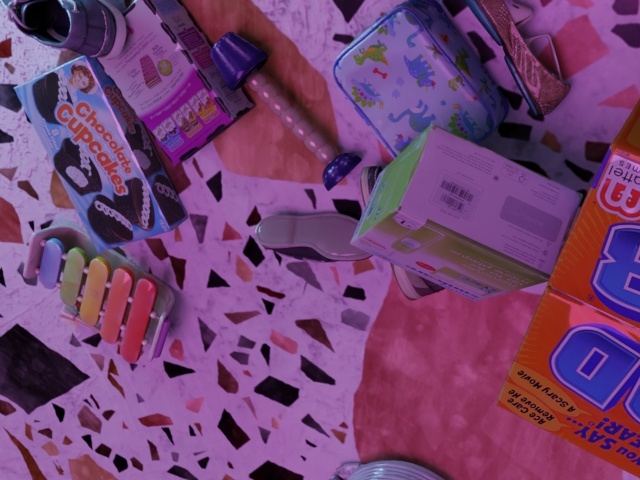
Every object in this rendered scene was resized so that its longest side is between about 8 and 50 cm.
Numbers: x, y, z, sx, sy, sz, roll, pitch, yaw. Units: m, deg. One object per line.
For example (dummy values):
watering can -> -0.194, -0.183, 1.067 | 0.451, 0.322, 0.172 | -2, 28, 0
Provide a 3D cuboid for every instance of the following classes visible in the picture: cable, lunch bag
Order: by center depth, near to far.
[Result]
lunch bag -> 0.133, -0.207, 1.347 | 0.176, 0.090, 0.219 | -36, 95, 37
cable -> 0.146, 0.501, 1.719 | 0.257, 0.089, 0.257 | -22, 103, 36

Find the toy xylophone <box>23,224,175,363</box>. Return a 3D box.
toy xylophone -> -0.404, 0.112, 1.825 | 0.322, 0.081, 0.236 | 25, 125, 16

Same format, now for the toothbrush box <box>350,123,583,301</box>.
toothbrush box -> 0.177, -0.025, 1.279 | 0.206, 0.122, 0.283 | 25, 170, -6

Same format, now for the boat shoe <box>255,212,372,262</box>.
boat shoe -> 0.000, 0.000, 1.566 | 0.206, 0.075, 0.065 | 6, 161, 21

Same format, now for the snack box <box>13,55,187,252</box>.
snack box -> -0.375, -0.149, 1.683 | 0.187, 0.060, 0.322 | -15, 107, 34

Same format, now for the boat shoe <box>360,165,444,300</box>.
boat shoe -> 0.128, -0.016, 1.466 | 0.073, 0.080, 0.224 | -15, 109, 25

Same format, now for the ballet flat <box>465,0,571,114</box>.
ballet flat -> 0.257, -0.262, 1.275 | 0.067, 0.073, 0.206 | -32, 101, 10

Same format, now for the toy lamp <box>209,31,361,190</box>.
toy lamp -> -0.056, -0.196, 1.470 | 0.275, 0.080, 0.080 | 48, 128, -3

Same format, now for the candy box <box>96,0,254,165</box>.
candy box -> -0.234, -0.256, 1.538 | 0.159, 0.071, 0.233 | -31, 98, 38

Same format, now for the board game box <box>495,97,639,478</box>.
board game box -> 0.468, 0.050, 1.128 | 0.356, 0.356, 0.356 | 26, 124, 15

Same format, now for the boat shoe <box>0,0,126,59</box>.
boat shoe -> -0.434, -0.370, 1.531 | 0.319, 0.099, 0.116 | 33, 116, 32
